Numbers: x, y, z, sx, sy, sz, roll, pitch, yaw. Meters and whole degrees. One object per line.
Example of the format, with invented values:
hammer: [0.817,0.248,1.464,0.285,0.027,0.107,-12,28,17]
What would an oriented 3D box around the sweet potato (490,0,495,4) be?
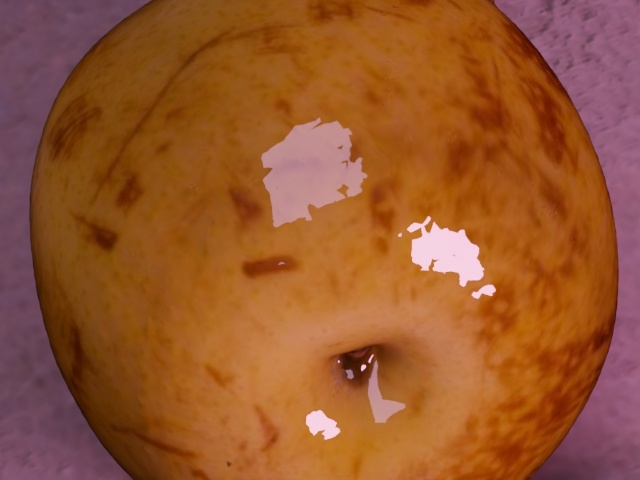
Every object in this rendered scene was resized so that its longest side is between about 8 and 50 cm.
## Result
sweet potato: [0.022,-0.158,1.044,0.112,0.085,0.286,-44,75,26]

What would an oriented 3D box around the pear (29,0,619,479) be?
pear: [0.000,0.000,0.873,0.280,0.281,0.281,-3,66,8]
